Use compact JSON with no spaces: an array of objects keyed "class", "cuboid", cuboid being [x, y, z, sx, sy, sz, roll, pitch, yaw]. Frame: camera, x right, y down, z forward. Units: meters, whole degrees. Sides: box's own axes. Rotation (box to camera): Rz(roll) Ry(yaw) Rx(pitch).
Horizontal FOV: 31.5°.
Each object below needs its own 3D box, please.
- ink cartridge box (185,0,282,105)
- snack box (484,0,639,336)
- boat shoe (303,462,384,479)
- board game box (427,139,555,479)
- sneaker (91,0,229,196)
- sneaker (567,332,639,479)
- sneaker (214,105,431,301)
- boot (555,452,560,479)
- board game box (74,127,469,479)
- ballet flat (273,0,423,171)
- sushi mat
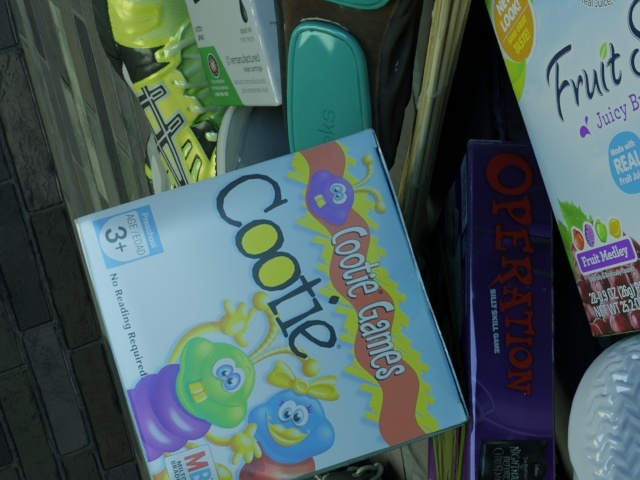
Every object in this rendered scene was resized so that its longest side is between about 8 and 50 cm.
[{"class":"ink cartridge box","cuboid":[-0.047,-0.211,0.843,0.153,0.087,0.208,15,122,66]},{"class":"snack box","cuboid":[0.155,-0.061,0.437,0.207,0.070,0.174,153,101,-71]},{"class":"boat shoe","cuboid":[0.053,0.270,1.084,0.099,0.116,0.319,-58,27,10]},{"class":"board game box","cuboid":[0.085,0.143,0.602,0.208,0.056,0.346,107,165,-76]},{"class":"sneaker","cuboid":[-0.092,-0.129,1.020,0.147,0.145,0.384,39,154,38]},{"class":"sneaker","cuboid":[0.168,0.218,0.579,0.210,0.137,0.365,180,74,-73]},{"class":"sneaker","cuboid":[0.000,0.000,0.872,0.178,0.124,0.295,142,114,-65]},{"class":"boot","cuboid":[0.129,0.144,0.785,0.118,0.042,0.087,64,154,16]},{"class":"board game box","cuboid":[-0.032,0.052,0.628,0.275,0.142,0.144,120,132,-81]},{"class":"ballet flat","cuboid":[0.018,-0.146,0.628,0.095,0.096,0.280,22,145,13]},{"class":"sushi mat","cuboid":[0.064,-0.083,0.652,0.316,0.019,0.151,95,-177,-51]}]
